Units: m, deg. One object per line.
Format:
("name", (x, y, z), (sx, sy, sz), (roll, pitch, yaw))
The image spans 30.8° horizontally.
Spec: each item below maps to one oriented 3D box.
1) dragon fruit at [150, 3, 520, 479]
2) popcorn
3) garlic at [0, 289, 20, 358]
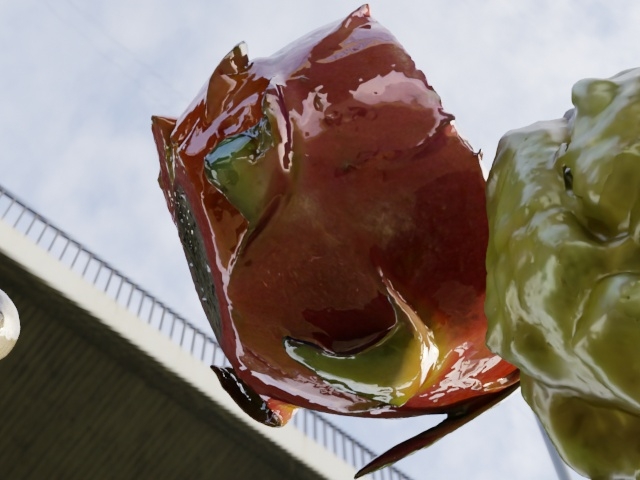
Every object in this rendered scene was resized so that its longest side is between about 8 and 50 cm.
("dragon fruit", (0.000, 0.000, 0.744), (0.189, 0.290, 0.290), (-25, -70, -10))
("popcorn", (0.188, 0.032, 0.510), (0.249, 0.249, 0.225), (0, -100, -1))
("garlic", (-0.263, 0.065, 0.855), (0.152, 0.084, 0.066), (6, -50, 28))
